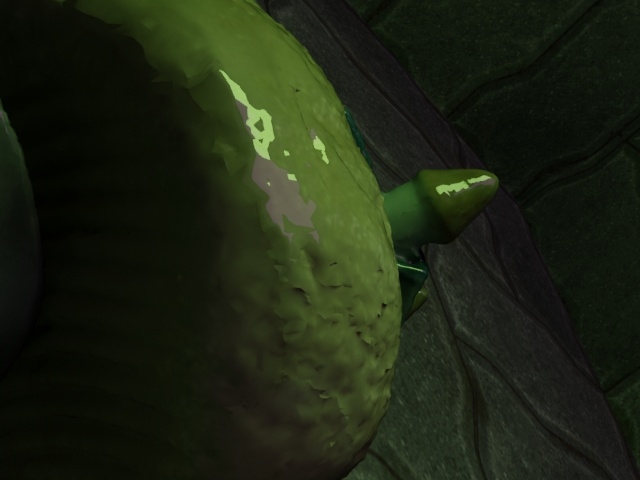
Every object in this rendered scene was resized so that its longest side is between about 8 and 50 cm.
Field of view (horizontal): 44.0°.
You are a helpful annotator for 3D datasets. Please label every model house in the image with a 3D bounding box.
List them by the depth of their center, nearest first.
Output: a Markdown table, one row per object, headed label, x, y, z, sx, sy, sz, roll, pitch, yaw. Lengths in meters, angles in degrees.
| label | x | y | z | sx | sy | sz | roll | pitch | yaw |
| --- | --- | --- | --- | --- | --- | --- | --- | --- | --- |
| model house | 0.000 | 0.000 | 0.713 | 0.194 | 0.325 | 0.267 | -77 | 145 | -74 |

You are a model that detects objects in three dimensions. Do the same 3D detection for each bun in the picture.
| label | x | y | z | sx | sy | sz | roll | pitch | yaw |
| --- | --- | --- | --- | --- | --- | --- | --- | --- | --- |
| bun | -0.094 | 0.015 | 0.488 | 0.227 | 0.349 | 0.352 | -16 | 95 | -50 |

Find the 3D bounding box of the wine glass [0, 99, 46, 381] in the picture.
| label | x | y | z | sx | sy | sz | roll | pitch | yaw |
| --- | --- | --- | --- | --- | --- | --- | --- | --- | --- |
| wine glass | -0.299 | 0.038 | 0.214 | 0.267 | 0.267 | 0.406 | 53 | 24 | -7 |
